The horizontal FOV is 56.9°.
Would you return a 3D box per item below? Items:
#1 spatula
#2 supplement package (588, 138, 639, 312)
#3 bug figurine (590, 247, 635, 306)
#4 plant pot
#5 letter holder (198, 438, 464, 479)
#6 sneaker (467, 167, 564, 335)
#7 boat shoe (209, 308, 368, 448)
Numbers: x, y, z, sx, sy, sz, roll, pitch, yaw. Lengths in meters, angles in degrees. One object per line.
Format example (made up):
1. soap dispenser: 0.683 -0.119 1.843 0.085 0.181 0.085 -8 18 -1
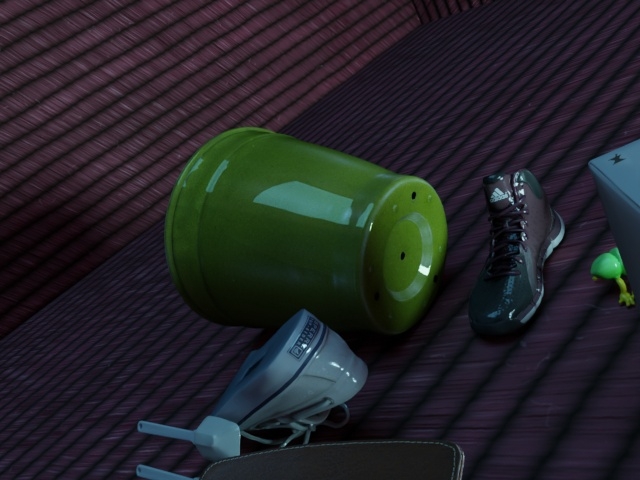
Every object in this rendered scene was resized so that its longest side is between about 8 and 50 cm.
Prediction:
1. spatula: -0.190 0.321 0.799 0.242 0.019 0.168 -10 74 45
2. supplement package: 0.360 0.052 0.451 0.178 0.292 0.175 -25 24 15
3. bug figurine: 0.451 0.017 0.692 0.216 0.072 0.279 -29 24 3
4. plant pot: 0.000 0.000 0.968 0.353 0.366 0.366 10 45 41
5. letter holder: 0.002 0.313 0.535 0.302 0.152 0.214 -17 25 29
6. sneaker: 0.259 -0.006 0.851 0.107 0.162 0.281 -9 31 40
7. boat shoe: -0.037 0.217 0.804 0.367 0.156 0.135 -48 7 51
